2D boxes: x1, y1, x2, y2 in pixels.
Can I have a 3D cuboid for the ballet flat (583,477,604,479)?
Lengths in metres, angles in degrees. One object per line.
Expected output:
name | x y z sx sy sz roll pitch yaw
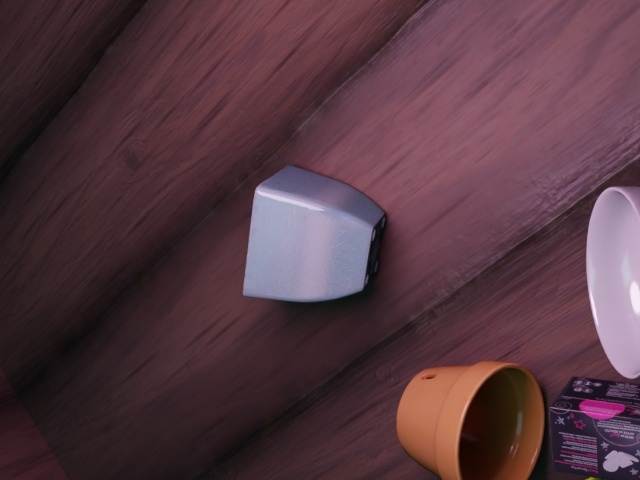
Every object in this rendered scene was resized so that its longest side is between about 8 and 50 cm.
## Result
ballet flat | 0.521 0.543 1.891 0.231 0.077 0.077 -42 80 32

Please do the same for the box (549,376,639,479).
box | 0.583 0.366 1.758 0.247 0.163 0.142 3 107 31

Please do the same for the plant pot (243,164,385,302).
plant pot | 0.000 0.000 1.992 0.252 0.248 0.247 13 109 12

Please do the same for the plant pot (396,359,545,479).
plant pot | 0.296 0.378 1.890 0.203 0.290 0.291 7 106 48

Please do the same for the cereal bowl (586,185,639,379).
cereal bowl | 0.588 0.069 1.617 0.141 0.339 0.339 -5 101 -1
